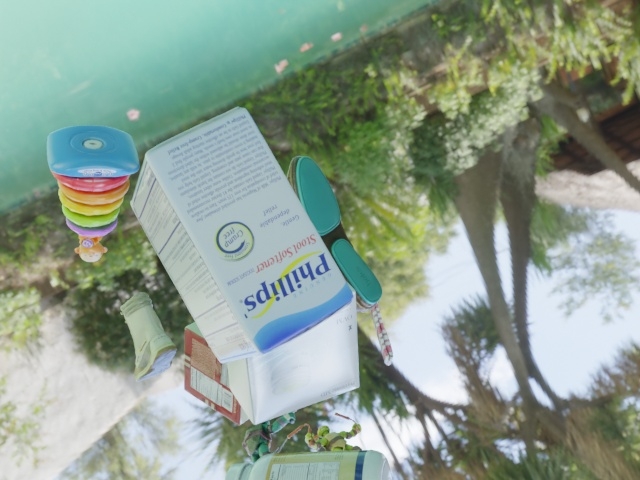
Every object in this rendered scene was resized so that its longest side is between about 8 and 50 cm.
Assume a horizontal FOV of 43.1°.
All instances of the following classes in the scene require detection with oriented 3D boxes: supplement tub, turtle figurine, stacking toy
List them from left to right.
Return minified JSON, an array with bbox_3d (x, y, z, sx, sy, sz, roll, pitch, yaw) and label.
[{"bbox_3d":[-0.478,-0.073,1.690,0.175,0.302,0.166,-1,-143,-21],"label":"stacking toy"},{"bbox_3d":[-0.133,0.504,1.995,0.118,0.175,0.234,12,-144,-6],"label":"turtle figurine"},{"bbox_3d":[-0.020,0.537,1.614,0.316,0.228,0.228,-5,-167,12],"label":"supplement tub"},{"bbox_3d":[0.045,0.627,2.469,0.269,0.087,0.217,0,-157,-41],"label":"turtle figurine"}]

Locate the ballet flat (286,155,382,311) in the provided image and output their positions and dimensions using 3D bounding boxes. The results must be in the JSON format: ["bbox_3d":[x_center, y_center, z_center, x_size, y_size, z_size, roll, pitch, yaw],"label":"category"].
[{"bbox_3d":[0.000,0.000,1.644,0.124,0.342,0.116,-26,-174,43],"label":"ballet flat"}]

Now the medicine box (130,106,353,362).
[{"bbox_3d":[-0.121,0.008,1.111,0.149,0.289,0.263,-30,180,-20],"label":"medicine box"}]

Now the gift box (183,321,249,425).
[{"bbox_3d":[-0.195,0.335,2.232,0.276,0.255,0.258,28,-144,27],"label":"gift box"}]

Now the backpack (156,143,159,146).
[{"bbox_3d":[-0.261,-0.148,1.671,0.182,0.115,0.152,-42,161,-36],"label":"backpack"}]

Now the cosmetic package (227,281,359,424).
[{"bbox_3d":[-0.056,0.189,1.516,0.224,0.225,0.138,-16,-148,-21],"label":"cosmetic package"}]

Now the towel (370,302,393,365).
[{"bbox_3d":[0.140,0.193,1.900,0.029,0.197,0.144,-15,167,1],"label":"towel"}]

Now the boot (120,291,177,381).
[{"bbox_3d":[-0.407,0.224,1.867,0.077,0.165,0.213,-20,162,-33],"label":"boot"}]
